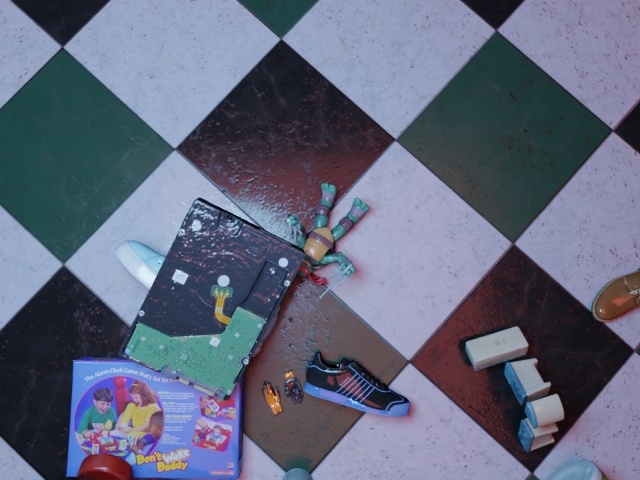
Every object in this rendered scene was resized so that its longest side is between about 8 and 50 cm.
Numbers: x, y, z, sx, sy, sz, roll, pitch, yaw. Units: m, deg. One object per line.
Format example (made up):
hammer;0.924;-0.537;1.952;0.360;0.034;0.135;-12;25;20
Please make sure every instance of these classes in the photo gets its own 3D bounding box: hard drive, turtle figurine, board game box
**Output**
hard drive;-0.208;0.117;1.143;0.237;0.064;0.338;26;95;-7
turtle figurine;0.000;0.000;1.257;0.175;0.118;0.234;33;70;-10
board game box;-0.337;0.368;1.233;0.348;0.078;0.233;2;85;-1

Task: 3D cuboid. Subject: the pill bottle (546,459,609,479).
pill bottle;0.580;0.587;1.197;0.136;0.136;0.245;-38;86;-4

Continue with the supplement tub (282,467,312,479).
supplement tub;-0.048;0.516;1.208;0.071;0.107;0.070;0;85;0

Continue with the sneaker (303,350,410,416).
sneaker;0.083;0.303;1.245;0.233;0.081;0.090;14;91;2

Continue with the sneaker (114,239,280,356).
sneaker;-0.247;0.085;1.243;0.366;0.135;0.150;36;84;-9

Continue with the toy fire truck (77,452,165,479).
toy fire truck;-0.431;0.568;1.150;0.254;0.169;0.302;-33;121;26

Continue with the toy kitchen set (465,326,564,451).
toy kitchen set;0.405;0.325;1.260;0.122;0.166;0.207;-16;48;-3

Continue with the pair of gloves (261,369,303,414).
pair of gloves;-0.082;0.328;1.275;0.083;0.010;0.074;-24;84;-6

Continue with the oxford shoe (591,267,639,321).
oxford shoe;0.686;0.107;1.279;0.212;0.076;0.076;-33;88;-2
